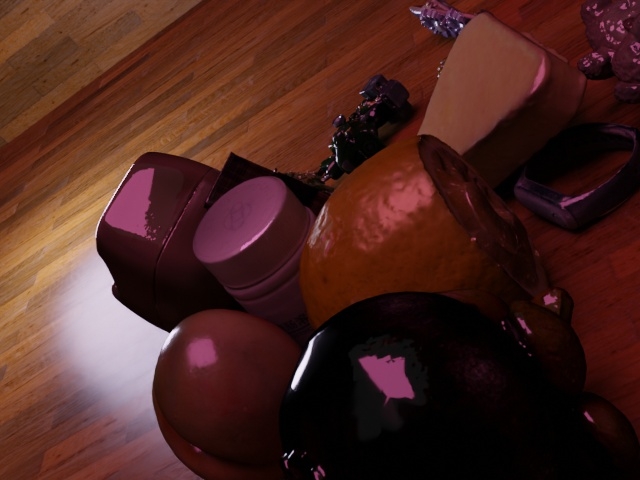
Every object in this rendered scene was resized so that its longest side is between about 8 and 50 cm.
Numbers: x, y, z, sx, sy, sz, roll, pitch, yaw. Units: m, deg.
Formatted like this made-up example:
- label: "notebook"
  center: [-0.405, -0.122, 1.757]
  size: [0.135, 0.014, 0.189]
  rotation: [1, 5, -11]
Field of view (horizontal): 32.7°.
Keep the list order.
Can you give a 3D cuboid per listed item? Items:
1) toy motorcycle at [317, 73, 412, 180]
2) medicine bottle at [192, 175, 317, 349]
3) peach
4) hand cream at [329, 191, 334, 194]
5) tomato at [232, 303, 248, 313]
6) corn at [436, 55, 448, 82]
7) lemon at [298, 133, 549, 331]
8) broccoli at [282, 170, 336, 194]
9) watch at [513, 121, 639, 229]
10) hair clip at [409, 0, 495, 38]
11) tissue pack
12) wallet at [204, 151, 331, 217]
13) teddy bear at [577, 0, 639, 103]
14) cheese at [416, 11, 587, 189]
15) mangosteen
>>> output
- label: "toy motorcycle"
  center: [0.095, -0.229, 2.244]
  size: [0.187, 0.125, 0.274]
  rotation: [-12, 40, 58]
- label: "medicine bottle"
  center: [-0.038, 0.065, 1.785]
  size: [0.190, 0.332, 0.190]
  rotation: [-31, 31, 21]
- label: "peach"
  center: [-0.128, 0.247, 1.717]
  size: [0.292, 0.292, 0.247]
  rotation: [-20, 27, 35]
- label: "hand cream"
  center: [0.054, -0.081, 2.044]
  size: [0.275, 0.079, 0.050]
  rotation: [-30, -23, -45]
- label: "tomato"
  center: [-0.127, 0.150, 2.046]
  size: [0.087, 0.087, 0.075]
  rotation: [-38, 62, 8]
- label: "corn"
  center: [0.341, -0.318, 2.085]
  size: [0.320, 0.097, 0.097]
  rotation: [12, 60, 53]
- label: "lemon"
  center: [0.131, 0.048, 1.595]
  size: [0.364, 0.364, 0.364]
  rotation: [-31, 31, 21]
- label: "broccoli"
  center: [0.001, -0.058, 2.137]
  size: [0.194, 0.194, 0.220]
  rotation: [-50, 6, -13]
- label: "watch"
  center: [0.415, -0.112, 1.741]
  size: [0.193, 0.068, 0.206]
  rotation: [-43, 32, -8]
- label: "hair clip"
  center: [0.292, -0.480, 2.349]
  size: [0.084, 0.106, 0.292]
  rotation: [-57, 32, 1]
- label: "tissue pack"
  center: [-0.248, 0.027, 2.072]
  size: [0.267, 0.277, 0.387]
  rotation: [-60, -11, -24]
- label: "wallet"
  center: [-0.076, -0.061, 1.908]
  size: [0.042, 0.230, 0.124]
  rotation: [104, -171, -68]
- label: "teddy bear"
  center: [0.536, -0.326, 1.792]
  size: [0.236, 0.151, 0.267]
  rotation: [-27, 27, 14]
- label: "cheese"
  center: [0.292, -0.256, 1.895]
  size: [0.384, 0.104, 0.384]
  rotation: [-50, 25, 34]
- label: "mangosteen"
  center: [0.165, 0.229, 1.321]
  size: [0.435, 0.382, 0.382]
  rotation: [-19, 19, -26]
